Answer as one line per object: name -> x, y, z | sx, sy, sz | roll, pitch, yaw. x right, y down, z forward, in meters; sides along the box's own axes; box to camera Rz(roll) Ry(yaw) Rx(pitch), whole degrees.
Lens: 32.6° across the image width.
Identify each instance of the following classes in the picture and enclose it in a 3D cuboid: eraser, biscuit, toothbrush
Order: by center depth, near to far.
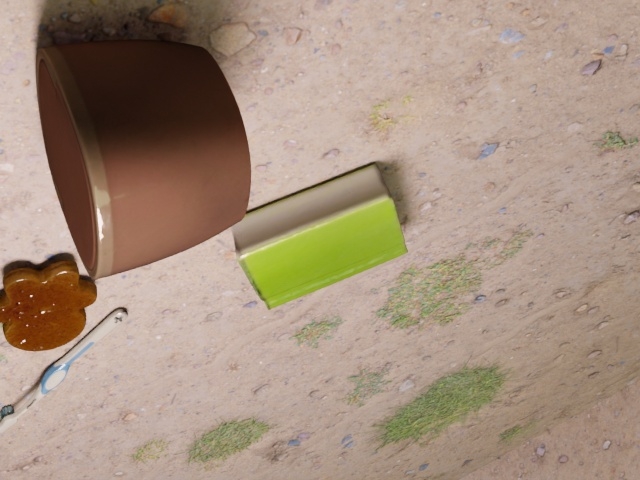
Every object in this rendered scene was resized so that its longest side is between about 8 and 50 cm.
biscuit -> -0.460, 0.111, 1.816 | 0.180, 0.039, 0.236 | -10, 145, -20
eraser -> 0.000, 0.000, 1.871 | 0.274, 0.092, 0.210 | -23, 146, 0
toothbrush -> -0.476, 0.242, 1.985 | 0.386, 0.040, 0.040 | -39, 142, 24

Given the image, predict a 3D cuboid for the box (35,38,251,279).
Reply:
box -> -0.231, -0.119, 1.424 | 0.216, 0.301, 0.301 | -16, 146, -22
